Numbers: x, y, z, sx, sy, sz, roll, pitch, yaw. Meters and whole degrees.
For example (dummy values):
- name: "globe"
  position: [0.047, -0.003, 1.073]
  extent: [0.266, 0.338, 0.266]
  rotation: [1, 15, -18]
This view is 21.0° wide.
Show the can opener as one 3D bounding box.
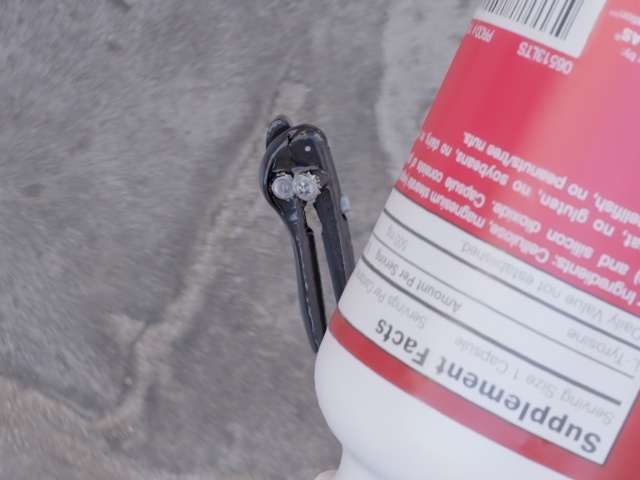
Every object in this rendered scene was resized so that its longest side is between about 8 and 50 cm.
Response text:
- name: "can opener"
  position: [0.000, 0.000, 1.250]
  extent: [0.059, 0.073, 0.186]
  rotation: [-10, 109, 18]

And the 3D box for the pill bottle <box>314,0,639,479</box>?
- name: "pill bottle"
  position: [0.138, 0.024, 0.882]
  extent: [0.229, 0.229, 0.407]
  rotation: [23, 97, -12]
